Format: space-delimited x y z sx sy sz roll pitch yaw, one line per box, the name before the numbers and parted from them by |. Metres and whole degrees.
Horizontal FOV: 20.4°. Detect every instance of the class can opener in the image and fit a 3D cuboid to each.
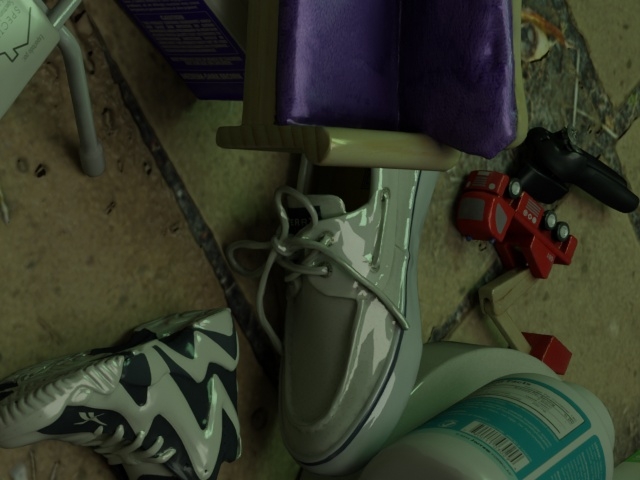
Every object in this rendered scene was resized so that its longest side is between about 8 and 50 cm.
can opener | 0.256 -0.068 1.755 0.186 0.073 0.059 15 43 -49

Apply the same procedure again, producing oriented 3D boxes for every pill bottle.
pill bottle | 0.149 0.197 1.471 0.264 0.146 0.146 -22 109 -54

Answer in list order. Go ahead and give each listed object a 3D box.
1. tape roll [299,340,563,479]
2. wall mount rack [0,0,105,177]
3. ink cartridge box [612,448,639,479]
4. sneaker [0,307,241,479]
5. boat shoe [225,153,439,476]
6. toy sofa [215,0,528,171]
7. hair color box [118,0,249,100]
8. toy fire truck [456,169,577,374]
tape roll | 0.120 0.287 1.620 0.392 0.072 0.392 -6 98 -46
wall mount rack | -0.256 -0.072 1.167 0.304 0.130 0.350 50 59 -32
ink cartridge box | 0.303 0.329 1.675 0.273 0.115 0.198 -19 110 -55
sneaker | -0.140 0.151 1.319 0.235 0.094 0.153 -23 101 -54
boat shoe | 0.007 -0.002 1.433 0.156 0.136 0.367 27 71 -44
toy sofa | 0.042 -0.232 1.269 0.150 0.177 0.362 1 93 -47
hair color box | -0.104 -0.280 1.314 0.339 0.110 0.185 52 58 -37
toy fire truck | 0.185 0.033 1.684 0.192 0.047 0.135 37 68 -41
